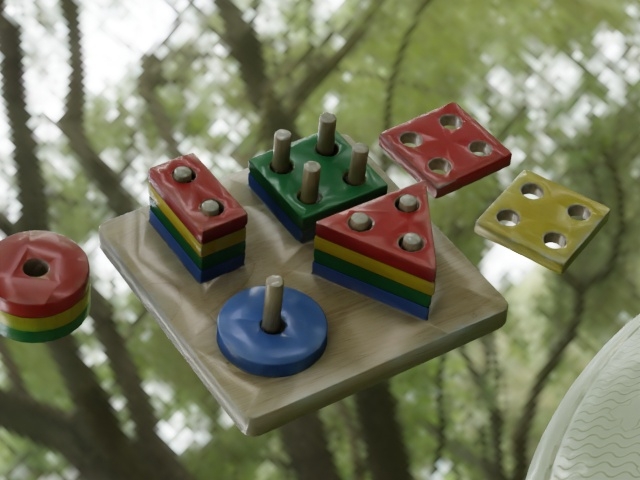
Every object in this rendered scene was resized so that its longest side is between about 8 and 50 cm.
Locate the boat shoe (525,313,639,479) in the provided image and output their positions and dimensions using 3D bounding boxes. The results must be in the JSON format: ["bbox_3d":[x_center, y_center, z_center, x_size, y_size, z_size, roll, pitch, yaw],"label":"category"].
[{"bbox_3d":[0.138,0.036,0.489,0.084,0.079,0.233,2,28,42],"label":"boat shoe"}]

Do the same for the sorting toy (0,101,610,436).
[{"bbox_3d":[0.000,0.000,0.797,0.274,0.132,0.046,-21,-40,-25],"label":"sorting toy"}]
